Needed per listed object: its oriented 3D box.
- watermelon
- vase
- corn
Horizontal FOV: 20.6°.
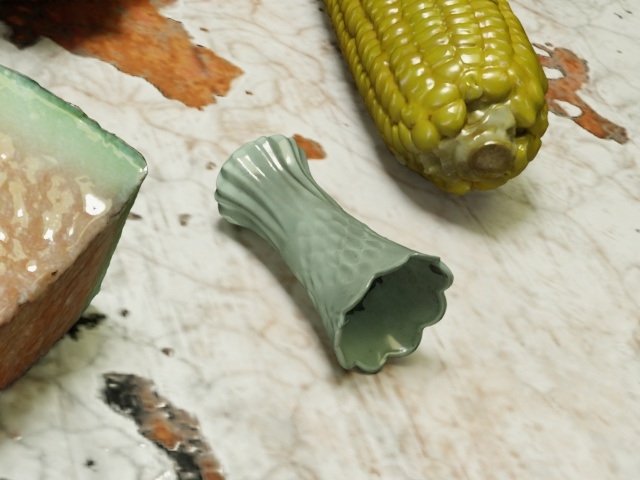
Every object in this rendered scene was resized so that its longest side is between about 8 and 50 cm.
[{"bbox_3d":[-0.217,0.025,0.820,0.193,0.140,0.257,26,43,-3],"label":"watermelon"},{"bbox_3d":[0.000,0.000,1.006,0.081,0.081,0.149,-9,40,-38],"label":"vase"},{"bbox_3d":[0.065,-0.159,1.219,0.120,0.120,0.363,6,37,-22],"label":"corn"}]
